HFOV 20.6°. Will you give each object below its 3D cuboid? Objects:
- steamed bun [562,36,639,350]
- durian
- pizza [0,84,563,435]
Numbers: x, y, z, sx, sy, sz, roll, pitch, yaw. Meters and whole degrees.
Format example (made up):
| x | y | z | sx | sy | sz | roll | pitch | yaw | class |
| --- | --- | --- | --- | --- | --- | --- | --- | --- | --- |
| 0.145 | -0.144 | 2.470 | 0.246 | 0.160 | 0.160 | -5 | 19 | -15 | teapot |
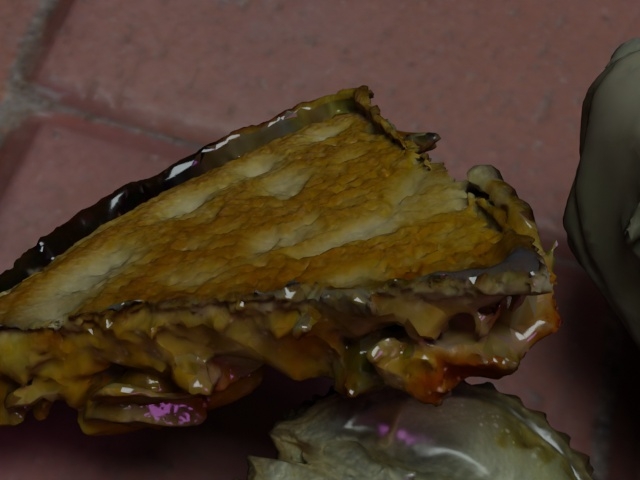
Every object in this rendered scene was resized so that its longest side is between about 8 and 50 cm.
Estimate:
| x | y | z | sx | sy | sz | roll | pitch | yaw | class |
| --- | --- | --- | --- | --- | --- | --- | --- | --- | --- |
| 0.271 | 0.034 | 0.770 | 0.310 | 0.219 | 0.324 | -14 | 29 | -38 | steamed bun |
| 0.048 | 0.143 | 0.712 | 0.148 | 0.091 | 0.188 | -37 | 64 | -19 | durian |
| 0.000 | 0.000 | 0.772 | 0.287 | 0.074 | 0.251 | -4 | 28 | 29 | pizza |
